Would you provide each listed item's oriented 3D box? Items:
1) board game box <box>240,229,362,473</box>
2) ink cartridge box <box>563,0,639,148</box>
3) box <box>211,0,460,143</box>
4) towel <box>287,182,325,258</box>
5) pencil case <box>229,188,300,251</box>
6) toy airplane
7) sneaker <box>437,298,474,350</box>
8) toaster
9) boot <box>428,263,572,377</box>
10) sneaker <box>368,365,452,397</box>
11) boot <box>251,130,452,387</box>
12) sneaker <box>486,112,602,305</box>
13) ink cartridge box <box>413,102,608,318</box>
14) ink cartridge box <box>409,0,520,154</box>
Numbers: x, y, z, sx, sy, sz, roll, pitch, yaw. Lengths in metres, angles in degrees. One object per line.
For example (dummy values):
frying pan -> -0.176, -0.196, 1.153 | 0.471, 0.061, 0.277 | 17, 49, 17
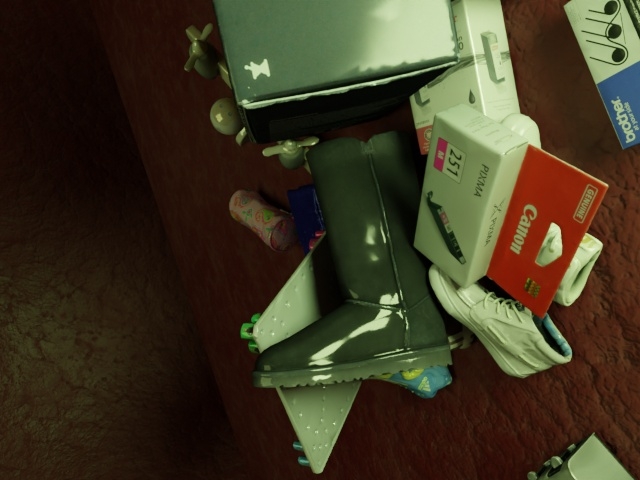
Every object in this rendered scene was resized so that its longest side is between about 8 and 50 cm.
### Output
board game box -> -0.004, 0.224, 1.120 | 0.050, 0.390, 0.390 | -4, 119, 29
ink cartridge box -> 0.393, -0.230, 0.630 | 0.097, 0.046, 0.207 | -27, 83, 60
box -> -0.034, -0.432, 0.803 | 0.472, 0.297, 0.480 | -124, 22, -83
towel -> 0.000, 0.000, 1.350 | 0.227, 0.076, 0.308 | -6, 100, 58
pencil case -> -0.170, -0.065, 1.557 | 0.284, 0.124, 0.124 | 33, 131, 46
toy airplane -> -0.164, -0.336, 1.244 | 0.386, 0.272, 0.384 | 20, 140, 39
sneaker -> 0.169, 0.160, 1.074 | 0.281, 0.162, 0.106 | 25, 126, 51
toaster -> 0.442, 0.441, 0.831 | 0.186, 0.110, 0.168 | 53, 145, 29
boot -> 0.311, 0.117, 0.870 | 0.258, 0.095, 0.123 | 47, 140, -2
sneaker -> 0.189, 0.310, 1.149 | 0.240, 0.091, 0.126 | -27, 90, 40
boot -> 0.033, 0.024, 0.932 | 0.146, 0.367, 0.445 | 140, 123, -69
sneaker -> 0.344, -0.040, 0.761 | 0.169, 0.108, 0.292 | 27, 137, 48
ink cartridge box -> 0.253, -0.028, 0.753 | 0.239, 0.060, 0.275 | 46, 151, 36
ink cartridge box -> 0.226, -0.265, 0.837 | 0.158, 0.092, 0.218 | -2, 101, 58
